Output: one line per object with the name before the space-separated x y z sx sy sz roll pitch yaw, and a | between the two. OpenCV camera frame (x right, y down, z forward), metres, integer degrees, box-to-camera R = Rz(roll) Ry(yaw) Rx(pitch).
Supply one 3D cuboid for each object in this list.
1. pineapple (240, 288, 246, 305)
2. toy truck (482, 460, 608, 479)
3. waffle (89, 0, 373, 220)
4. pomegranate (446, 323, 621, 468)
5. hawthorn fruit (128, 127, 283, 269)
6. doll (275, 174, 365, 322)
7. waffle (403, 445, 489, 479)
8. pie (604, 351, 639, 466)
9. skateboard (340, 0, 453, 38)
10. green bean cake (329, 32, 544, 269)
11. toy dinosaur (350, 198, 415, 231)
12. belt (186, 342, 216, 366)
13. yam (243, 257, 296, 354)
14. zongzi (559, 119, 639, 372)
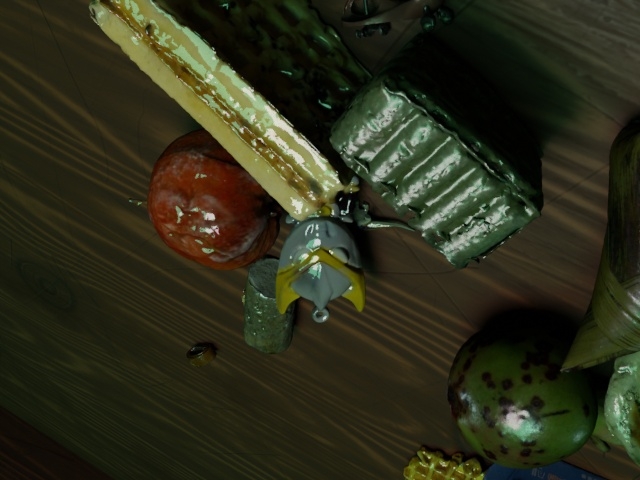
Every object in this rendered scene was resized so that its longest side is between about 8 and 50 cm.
pineapple | -0.153 0.129 1.270 0.045 0.019 0.083 16 132 13
toy truck | 0.485 0.542 1.102 0.368 0.175 0.146 21 135 17
waffle | -0.079 -0.229 0.753 0.376 0.261 0.114 45 130 -9
pomegranate | 0.356 0.255 0.911 0.306 0.242 0.242 13 132 11
hawthorn fruit | -0.200 -0.072 0.967 0.272 0.241 0.241 5 129 11
doll | 0.005 0.000 0.957 0.103 0.146 0.316 36 132 56
waffle | 0.302 0.549 1.306 0.230 0.057 0.219 19 133 19
pie | 0.525 0.230 0.839 0.241 0.054 0.240 -1 98 -6
skateboard | 0.089 -0.303 0.736 0.152 0.067 0.080 5 119 33
green bean cake | 0.156 -0.122 0.705 0.241 0.255 0.132 41 127 -4
toy dinosaur | 0.069 -0.043 0.980 0.180 0.037 0.058 17 146 27
belt | -0.306 0.291 1.468 0.083 0.059 0.036 -12 119 39
yam | -0.104 0.135 1.183 0.108 0.107 0.194 21 133 16
zongzi | 0.381 0.026 0.728 0.300 0.138 0.286 -34 103 26
